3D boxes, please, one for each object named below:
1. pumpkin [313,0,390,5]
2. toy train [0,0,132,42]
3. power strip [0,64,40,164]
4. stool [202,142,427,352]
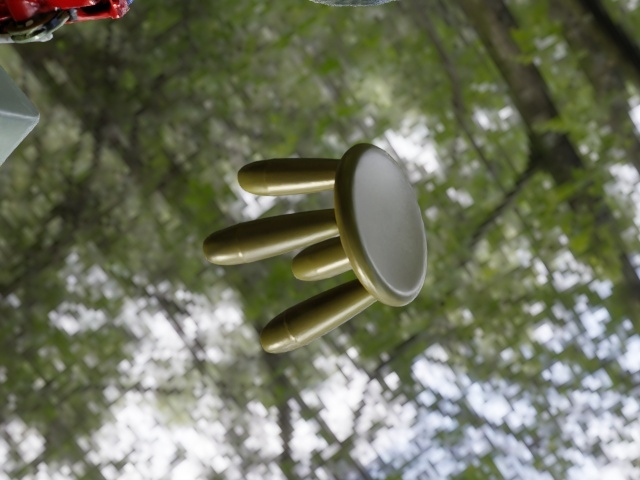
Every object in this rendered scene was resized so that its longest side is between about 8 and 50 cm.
[{"bbox_3d":[0.027,-0.213,0.851,0.211,0.212,0.152,-37,160,-5],"label":"pumpkin"},{"bbox_3d":[-0.216,-0.194,1.264,0.204,0.083,0.131,-3,-145,32],"label":"toy train"},{"bbox_3d":[-0.299,-0.099,1.060,0.062,0.091,0.385,-46,164,14],"label":"power strip"},{"bbox_3d":[0.000,0.000,1.201,0.110,0.134,0.135,-17,165,28],"label":"stool"}]
